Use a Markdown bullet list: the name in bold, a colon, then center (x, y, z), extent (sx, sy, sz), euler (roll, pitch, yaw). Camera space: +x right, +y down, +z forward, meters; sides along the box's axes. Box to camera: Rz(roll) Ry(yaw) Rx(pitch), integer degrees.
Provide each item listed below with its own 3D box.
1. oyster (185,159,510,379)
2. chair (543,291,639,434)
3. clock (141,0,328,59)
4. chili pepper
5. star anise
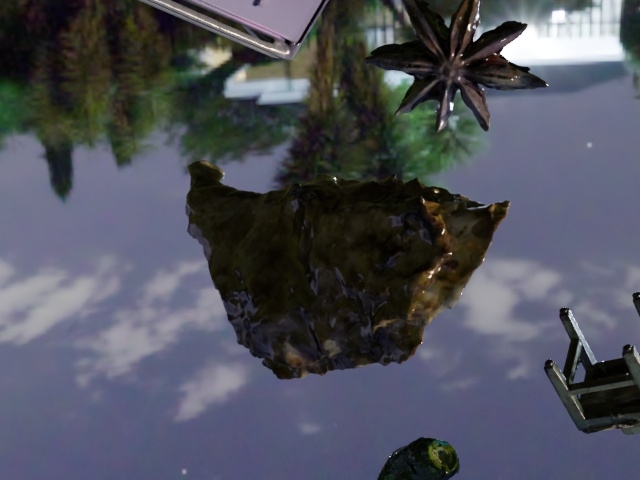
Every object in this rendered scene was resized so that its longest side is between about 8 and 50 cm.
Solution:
- **oyster**: center (-0.018, 0.022, 0.904), extent (0.396, 0.204, 0.111), euler (6, 160, 43)
- **chair**: center (0.453, 0.227, 1.453), extent (0.136, 0.270, 0.147), euler (-16, -152, 33)
- **clock**: center (-0.099, -0.199, 0.629), extent (0.193, 0.073, 0.144), euler (16, -157, -38)
- **chili pepper**: center (0.121, 0.351, 1.377), extent (0.098, 0.224, 0.061), euler (21, -138, -2)
- **star anise**: center (0.152, -0.214, 1.135), extent (0.205, 0.180, 0.061), euler (-7, -164, 23)
